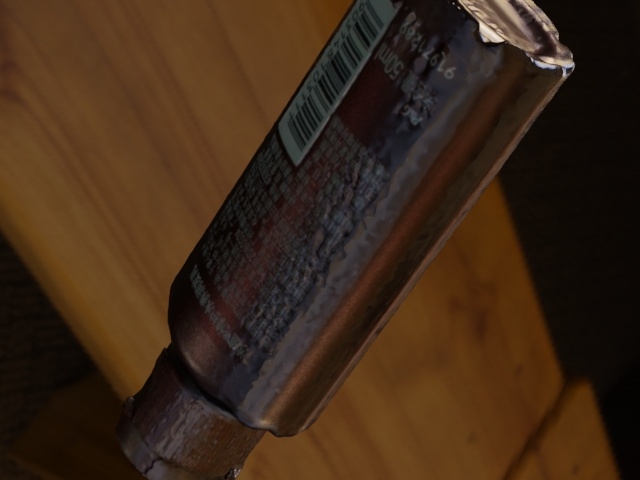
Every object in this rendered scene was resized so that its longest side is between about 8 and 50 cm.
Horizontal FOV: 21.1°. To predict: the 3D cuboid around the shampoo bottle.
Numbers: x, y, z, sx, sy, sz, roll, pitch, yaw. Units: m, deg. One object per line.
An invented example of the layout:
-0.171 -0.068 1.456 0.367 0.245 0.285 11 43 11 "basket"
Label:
0.000 0.000 0.897 0.084 0.129 0.323 7 125 -43 "shampoo bottle"
